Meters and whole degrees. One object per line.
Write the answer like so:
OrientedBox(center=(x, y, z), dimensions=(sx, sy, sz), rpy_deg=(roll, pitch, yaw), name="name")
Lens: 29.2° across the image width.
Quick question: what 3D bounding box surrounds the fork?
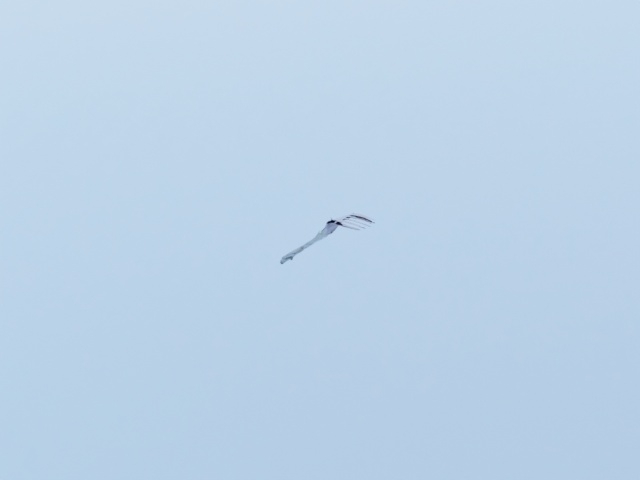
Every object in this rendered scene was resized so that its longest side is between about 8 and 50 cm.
OrientedBox(center=(-0.001, -0.001, 0.681), dimensions=(0.016, 0.115, 0.012), rpy_deg=(-13, -95, -25), name="fork")
